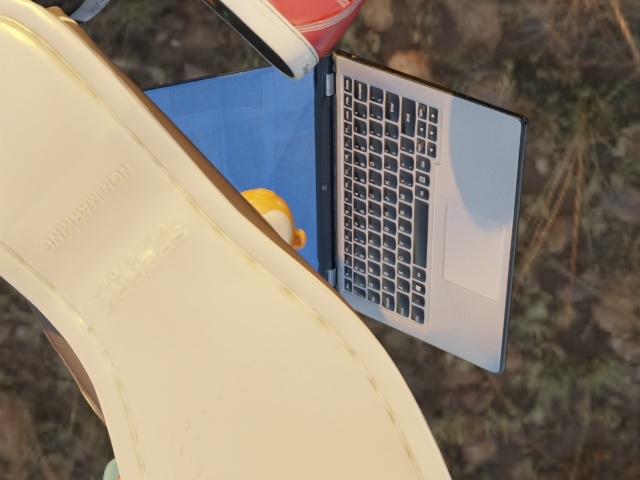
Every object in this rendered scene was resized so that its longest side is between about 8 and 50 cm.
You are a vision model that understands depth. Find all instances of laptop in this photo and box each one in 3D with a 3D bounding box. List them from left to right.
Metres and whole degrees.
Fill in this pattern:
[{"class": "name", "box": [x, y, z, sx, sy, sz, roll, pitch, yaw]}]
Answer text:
[{"class": "laptop", "box": [0.000, 0.000, 1.621, 0.408, 0.236, 0.382, 23, 134, 28]}]

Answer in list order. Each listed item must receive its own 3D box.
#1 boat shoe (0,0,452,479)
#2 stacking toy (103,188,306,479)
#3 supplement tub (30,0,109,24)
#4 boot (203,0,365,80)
[{"class": "boat shoe", "box": [-0.048, 0.041, 0.547, 0.116, 0.324, 0.097, -41, 171, 3]}, {"class": "stacking toy", "box": [-0.057, 0.102, 0.954, 0.175, 0.165, 0.301, 5, 117, -10]}, {"class": "supplement tub", "box": [-0.332, -0.289, 1.224, 0.194, 0.193, 0.316, -28, 172, 28]}, {"class": "boot", "box": [-0.048, -0.273, 1.111, 0.244, 0.088, 0.176, 42, 85, -1]}]
